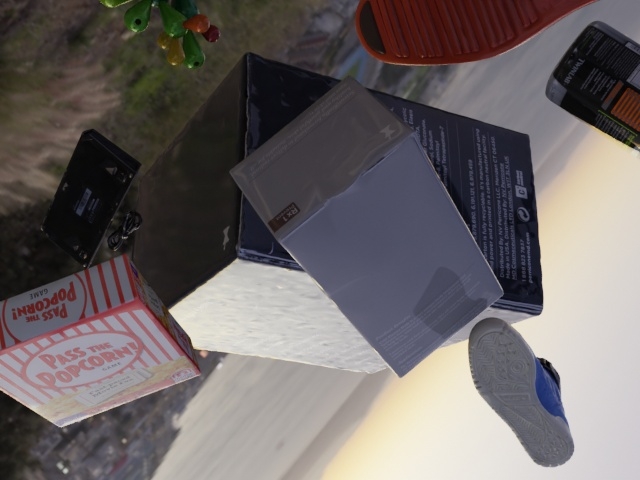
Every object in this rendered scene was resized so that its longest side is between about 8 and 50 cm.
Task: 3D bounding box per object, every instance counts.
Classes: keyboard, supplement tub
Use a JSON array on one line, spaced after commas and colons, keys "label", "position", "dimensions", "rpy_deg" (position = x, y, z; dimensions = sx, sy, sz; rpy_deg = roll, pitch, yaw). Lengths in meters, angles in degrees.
[{"label": "keyboard", "position": [-0.259, -0.038, 1.019], "dimensions": [0.180, 0.108, 0.023], "rpy_deg": [-53, 176, 38]}, {"label": "supplement tub", "position": [0.386, -0.176, 1.075], "dimensions": [0.117, 0.190, 0.117], "rpy_deg": [-48, 166, -17]}]

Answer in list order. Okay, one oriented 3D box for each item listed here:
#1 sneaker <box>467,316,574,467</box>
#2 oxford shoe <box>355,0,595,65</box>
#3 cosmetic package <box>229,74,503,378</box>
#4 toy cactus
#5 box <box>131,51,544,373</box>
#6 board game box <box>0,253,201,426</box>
[{"label": "sneaker", "position": [0.172, 0.119, 0.766], "dimensions": [0.058, 0.152, 0.084], "rpy_deg": [-30, -163, 16]}, {"label": "oxford shoe", "position": [0.161, -0.205, 0.691], "dimensions": [0.271, 0.097, 0.098], "rpy_deg": [-13, -169, 22]}, {"label": "cosmetic package", "position": [0.046, -0.002, 0.708], "dimensions": [0.127, 0.107, 0.238], "rpy_deg": [-37, 135, -1]}, {"label": "toy cactus", "position": [-0.181, -0.315, 1.023], "dimensions": [0.112, 0.219, 0.180], "rpy_deg": [-14, -139, 38]}, {"label": "box", "position": [0.000, 0.000, 1.344], "dimensions": [0.480, 0.471, 0.297], "rpy_deg": [-32, -127, 56]}, {"label": "board game box", "position": [-0.201, 0.094, 0.759], "dimensions": [0.146, 0.045, 0.193], "rpy_deg": [-21, 152, -2]}]
